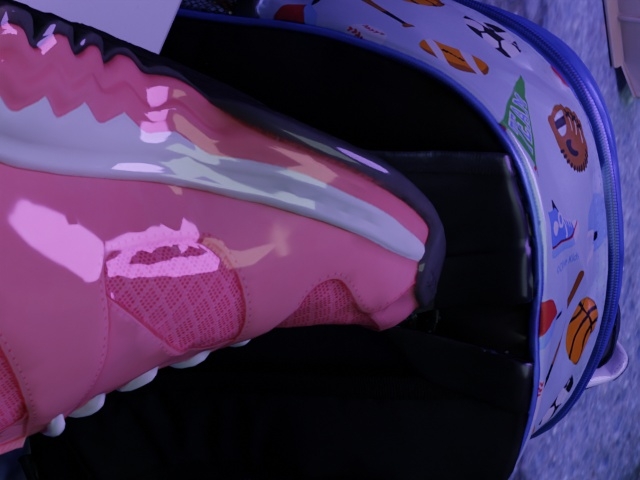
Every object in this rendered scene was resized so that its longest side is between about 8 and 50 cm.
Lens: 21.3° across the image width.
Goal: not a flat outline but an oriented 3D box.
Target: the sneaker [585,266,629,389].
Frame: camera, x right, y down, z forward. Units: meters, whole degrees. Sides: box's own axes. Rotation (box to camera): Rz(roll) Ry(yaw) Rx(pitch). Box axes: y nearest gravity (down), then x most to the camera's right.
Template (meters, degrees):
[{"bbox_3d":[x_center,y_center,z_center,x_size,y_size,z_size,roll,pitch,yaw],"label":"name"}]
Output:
[{"bbox_3d":[0.154,-0.004,1.116,0.282,0.153,0.099,-51,142,-36],"label":"sneaker"}]

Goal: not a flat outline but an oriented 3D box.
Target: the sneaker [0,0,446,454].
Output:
[{"bbox_3d":[-0.085,0.003,0.502,0.314,0.116,0.136,18,98,-52],"label":"sneaker"}]

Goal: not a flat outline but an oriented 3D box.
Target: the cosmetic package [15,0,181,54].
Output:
[{"bbox_3d":[-0.144,-0.156,0.569,0.217,0.156,0.385,43,66,-56],"label":"cosmetic package"}]

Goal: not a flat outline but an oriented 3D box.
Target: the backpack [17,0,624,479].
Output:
[{"bbox_3d":[0.000,0.000,0.756,0.213,0.263,0.276,-32,128,-48],"label":"backpack"}]

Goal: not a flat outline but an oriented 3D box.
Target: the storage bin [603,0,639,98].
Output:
[{"bbox_3d":[0.323,-0.273,1.314,0.262,0.123,0.260,-52,142,-35],"label":"storage bin"}]
